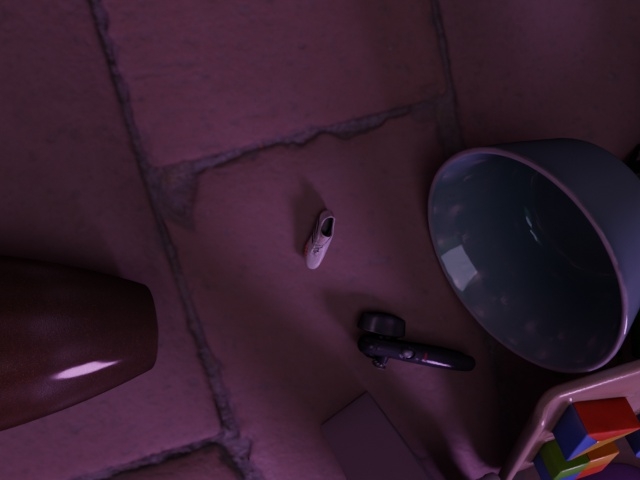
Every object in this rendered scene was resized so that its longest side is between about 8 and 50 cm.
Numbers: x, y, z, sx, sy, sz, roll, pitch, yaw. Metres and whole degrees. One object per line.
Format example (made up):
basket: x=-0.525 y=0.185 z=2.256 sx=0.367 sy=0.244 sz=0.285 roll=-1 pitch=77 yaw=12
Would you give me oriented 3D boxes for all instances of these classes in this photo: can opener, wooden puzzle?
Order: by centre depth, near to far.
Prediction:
wooden puzzle: x=0.427 y=0.247 z=1.058 sx=0.348 sy=0.080 sz=0.322 roll=-19 pitch=148 yaw=-10
can opener: x=0.135 y=0.155 z=1.074 sx=0.186 sy=0.059 sz=0.073 roll=18 pitch=98 yaw=-16

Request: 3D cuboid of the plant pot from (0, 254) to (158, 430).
plant pot: x=-0.318 y=0.112 z=0.900 sx=0.231 sy=0.215 sz=0.215 roll=-4 pitch=104 yaw=-28

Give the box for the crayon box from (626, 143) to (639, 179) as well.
crayon box: x=0.591 y=-0.013 z=1.058 sx=0.318 sy=0.202 sz=0.081 roll=46 pitch=63 yaw=-18

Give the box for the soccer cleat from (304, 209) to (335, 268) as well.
soccer cleat: x=0.000 y=0.000 z=1.018 sx=0.029 sy=0.035 sz=0.083 roll=18 pitch=98 yaw=-16

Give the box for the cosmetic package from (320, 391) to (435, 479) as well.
cosmetic package: x=0.152 y=0.389 z=0.966 sx=0.097 sy=0.377 sz=0.284 roll=-35 pitch=107 yaw=-4

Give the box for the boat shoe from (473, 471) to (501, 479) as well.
boat shoe: x=0.250 y=0.386 z=1.093 sx=0.076 sy=0.083 sz=0.226 roll=-34 pitch=150 yaw=1

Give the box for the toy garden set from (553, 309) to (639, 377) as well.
toy garden set: x=0.463 y=0.090 z=1.138 sx=0.244 sy=0.049 sz=0.203 roll=-11 pitch=105 yaw=-10

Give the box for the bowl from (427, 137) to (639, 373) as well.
bowl: x=0.301 y=-0.005 z=0.975 sx=0.163 sy=0.312 sz=0.311 roll=-30 pitch=109 yaw=-26

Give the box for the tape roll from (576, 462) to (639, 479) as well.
tape roll: x=0.465 y=0.499 z=1.217 sx=0.275 sy=0.090 sz=0.274 roll=-3 pitch=103 yaw=-13
